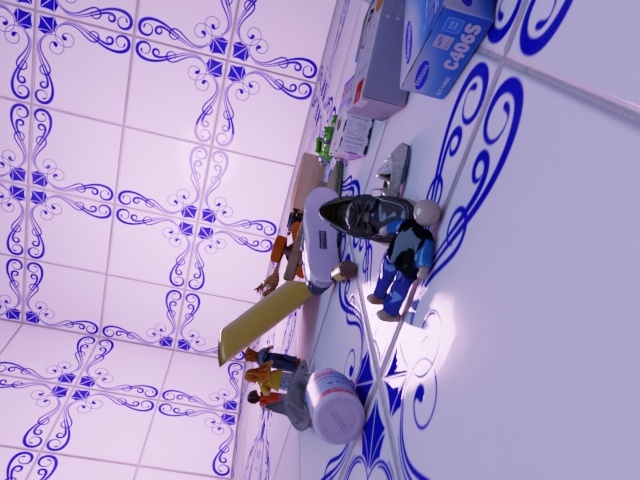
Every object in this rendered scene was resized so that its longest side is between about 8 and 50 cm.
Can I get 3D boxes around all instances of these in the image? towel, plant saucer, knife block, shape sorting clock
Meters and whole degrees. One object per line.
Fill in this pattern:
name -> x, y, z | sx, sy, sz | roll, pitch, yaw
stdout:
towel -> 0.039, -0.155, 1.637 | 0.110, 0.027, 0.148 | 113, 167, -47
plant saucer -> -0.178, 0.234, 1.646 | 0.333, 0.081, 0.333 | -35, -6, -19
knife block -> -0.054, -0.145, 2.023 | 0.242, 0.088, 0.275 | -91, 16, -53
shape sorting clock -> 0.139, -0.579, 1.547 | 0.206, 0.040, 0.206 | -168, 90, -85

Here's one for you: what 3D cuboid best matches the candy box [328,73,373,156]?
candy box -> 0.086, -0.307, 1.411 | 0.165, 0.070, 0.196 | -147, 70, -80

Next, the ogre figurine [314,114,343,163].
ogre figurine -> 0.039, -0.292, 1.599 | 0.197, 0.097, 0.118 | -92, 18, -57

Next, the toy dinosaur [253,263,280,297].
toy dinosaur -> -0.146, 0.122, 1.744 | 0.112, 0.064, 0.211 | -44, 20, 29

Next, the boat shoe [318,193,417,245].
boat shoe -> 0.072, -0.036, 0.911 | 0.224, 0.074, 0.080 | 10, 95, 60

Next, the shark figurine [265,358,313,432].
shark figurine -> -0.069, 0.391, 1.299 | 0.278, 0.116, 0.166 | -139, 61, -82

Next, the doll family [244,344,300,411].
doll family -> -0.143, 0.368, 1.616 | 0.263, 0.163, 0.118 | -94, 19, -62

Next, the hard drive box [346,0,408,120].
hard drive box -> 0.134, -0.379, 1.146 | 0.181, 0.089, 0.232 | -162, 84, -82

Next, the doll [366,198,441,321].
doll -> 0.118, 0.022, 0.800 | 0.129, 0.046, 0.189 | 60, 139, 47

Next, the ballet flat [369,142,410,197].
ballet flat -> 0.117, -0.097, 0.978 | 0.057, 0.053, 0.168 | 151, 131, -79

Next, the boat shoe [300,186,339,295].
boat shoe -> 0.000, 0.000, 1.450 | 0.102, 0.108, 0.301 | 117, 156, -53

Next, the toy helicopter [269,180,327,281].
toy helicopter -> -0.042, -0.027, 1.779 | 0.235, 0.140, 0.354 | 100, -171, -66

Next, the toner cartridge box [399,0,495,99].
toner cartridge box -> 0.192, -0.407, 0.860 | 0.165, 0.075, 0.347 | 116, 164, -61

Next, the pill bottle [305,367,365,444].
pill bottle -> 0.020, 0.276, 0.961 | 0.160, 0.087, 0.087 | -143, 66, -80

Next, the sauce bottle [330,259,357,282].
sauce bottle -> 0.047, 0.071, 1.230 | 0.128, 0.042, 0.042 | 133, 148, -77
